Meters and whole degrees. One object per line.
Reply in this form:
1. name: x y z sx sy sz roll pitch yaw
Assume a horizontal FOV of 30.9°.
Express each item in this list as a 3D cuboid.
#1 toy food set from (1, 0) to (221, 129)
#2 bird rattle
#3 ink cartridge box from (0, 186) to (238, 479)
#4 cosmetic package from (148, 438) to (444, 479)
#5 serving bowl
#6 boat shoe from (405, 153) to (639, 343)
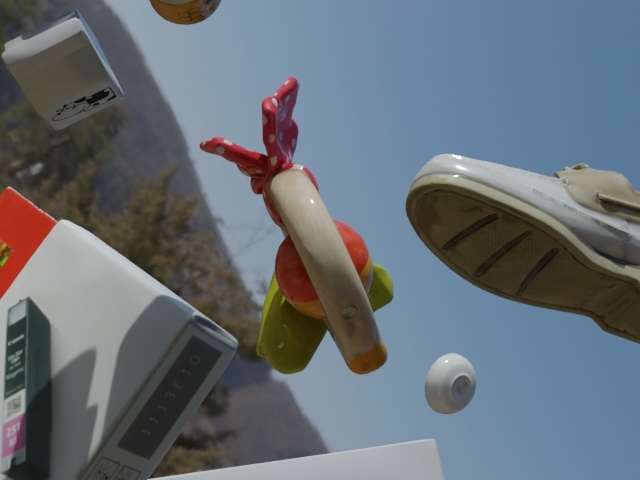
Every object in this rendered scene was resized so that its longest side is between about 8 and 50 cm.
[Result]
1. toy food set: -0.164 -0.110 0.543 0.111 0.232 0.104 64 -2 9
2. bird rattle: 0.000 0.000 0.971 0.207 0.143 0.253 -126 -160 -58
3. ink cartridge box: -0.212 0.109 0.672 0.239 0.275 0.060 31 -7 35
4. cosmetic package: -0.092 0.305 1.273 0.284 0.377 0.097 -27 -111 52
5. serving bowl: 0.179 0.194 1.543 0.027 0.083 0.083 11 -52 53
6. boat shoe: 0.209 -0.005 0.963 0.113 0.302 0.103 -44 -153 53
